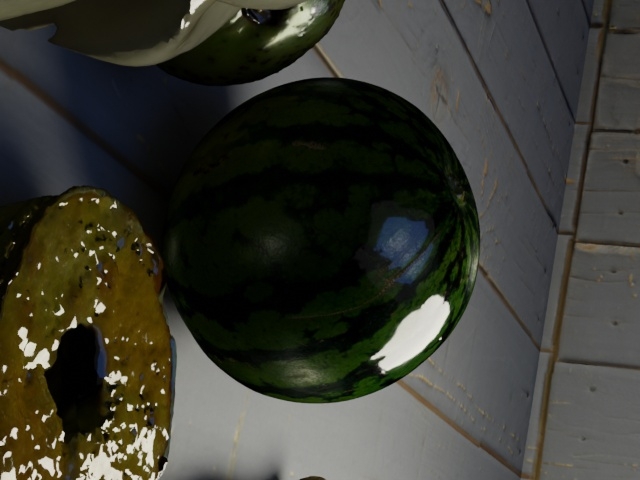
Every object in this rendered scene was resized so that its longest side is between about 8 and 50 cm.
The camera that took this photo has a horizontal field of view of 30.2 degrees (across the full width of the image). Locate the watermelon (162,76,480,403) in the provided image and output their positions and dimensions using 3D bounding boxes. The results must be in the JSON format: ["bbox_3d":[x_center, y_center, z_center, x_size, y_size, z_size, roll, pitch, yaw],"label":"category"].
[{"bbox_3d":[0.000,0.000,1.047,0.285,0.285,0.285,5,90,-67],"label":"watermelon"}]

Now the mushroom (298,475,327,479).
[{"bbox_3d":[-0.062,0.298,1.157,0.351,0.095,0.122,6,70,-69],"label":"mushroom"}]

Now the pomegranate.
[{"bbox_3d":[-0.084,-0.243,0.941,0.248,0.214,0.214,-116,-173,-49],"label":"pomegranate"}]

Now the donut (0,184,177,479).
[{"bbox_3d":[-0.196,0.095,0.825,0.272,0.107,0.272,1,90,-71],"label":"donut"}]

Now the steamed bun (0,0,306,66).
[{"bbox_3d":[-0.118,-0.243,0.683,0.255,0.368,0.342,103,-28,-45],"label":"steamed bun"}]
